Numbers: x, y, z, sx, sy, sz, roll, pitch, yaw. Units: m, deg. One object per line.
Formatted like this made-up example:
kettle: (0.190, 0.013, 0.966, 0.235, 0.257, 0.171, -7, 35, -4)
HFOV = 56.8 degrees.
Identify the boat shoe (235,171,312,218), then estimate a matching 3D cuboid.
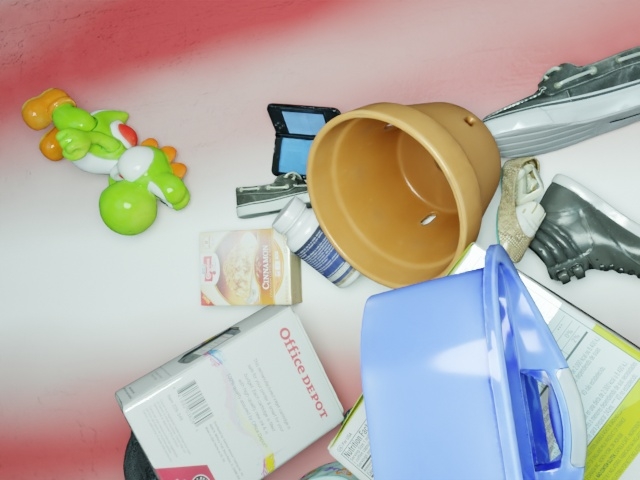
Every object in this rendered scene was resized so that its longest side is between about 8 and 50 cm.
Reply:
boat shoe: (-0.063, -0.092, 1.110, 0.219, 0.077, 0.070, -9, 86, 18)

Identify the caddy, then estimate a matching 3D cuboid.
caddy: (0.167, 0.177, 0.590, 0.179, 0.241, 0.342, -10, 83, 24)

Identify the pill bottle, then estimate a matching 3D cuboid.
pill bottle: (0.000, 0.000, 1.045, 0.169, 0.094, 0.094, 38, 99, -11)

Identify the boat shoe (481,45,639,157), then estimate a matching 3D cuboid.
boat shoe: (0.406, -0.228, 0.968, 0.334, 0.121, 0.119, -14, 72, 7)

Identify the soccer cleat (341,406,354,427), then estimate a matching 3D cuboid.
soccer cleat: (0.144, 0.398, 0.995, 0.289, 0.121, 0.093, 43, 99, 14)

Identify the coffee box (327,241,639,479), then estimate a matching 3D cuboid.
coffee box: (0.271, 0.234, 0.853, 0.334, 0.337, 0.338, 35, 98, 17)

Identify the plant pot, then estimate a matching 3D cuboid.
plant pot: (0.151, -0.093, 0.939, 0.290, 0.203, 0.291, 27, 133, 33)

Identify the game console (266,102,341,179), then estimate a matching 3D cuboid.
game console: (-0.031, -0.182, 1.105, 0.143, 0.124, 0.085, 8, 63, 17)

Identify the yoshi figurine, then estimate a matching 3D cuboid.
yoshi figurine: (-0.439, -0.137, 1.181, 0.362, 0.203, 0.203, 31, 112, 14)

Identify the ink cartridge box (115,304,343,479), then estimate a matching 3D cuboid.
ink cartridge box: (-0.147, 0.276, 0.983, 0.306, 0.131, 0.226, -28, 100, -25)

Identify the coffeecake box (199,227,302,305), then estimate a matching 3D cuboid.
coffeecake box: (-0.133, 0.051, 1.128, 0.185, 0.068, 0.143, -3, 87, 17)

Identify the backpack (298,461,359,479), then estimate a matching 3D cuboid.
backpack: (0.030, 0.516, 0.995, 0.225, 0.191, 0.254, -29, 74, 20)

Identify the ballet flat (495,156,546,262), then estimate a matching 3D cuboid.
ballet flat: (0.323, -0.059, 0.946, 0.067, 0.073, 0.206, -26, 42, 43)

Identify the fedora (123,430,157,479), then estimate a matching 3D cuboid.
fedora: (-0.257, 0.388, 1.103, 0.333, 0.152, 0.334, -1, 87, 17)

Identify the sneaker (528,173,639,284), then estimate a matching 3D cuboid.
sneaker: (0.454, 0.035, 0.936, 0.295, 0.104, 0.147, 40, 100, 21)
